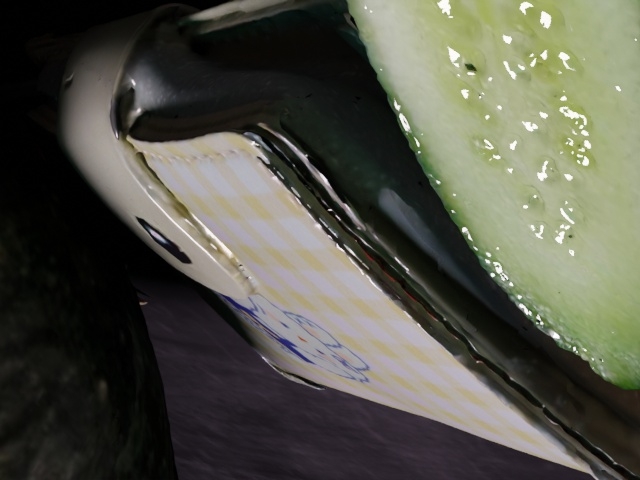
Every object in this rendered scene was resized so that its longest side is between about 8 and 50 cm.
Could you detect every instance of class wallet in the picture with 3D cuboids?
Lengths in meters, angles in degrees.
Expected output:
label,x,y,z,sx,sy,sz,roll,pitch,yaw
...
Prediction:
label,x,y,z,sx,sy,sz,roll,pitch,yaw
wallet,0.000,0.000,0.652,0.223,0.077,0.309,39,167,-22

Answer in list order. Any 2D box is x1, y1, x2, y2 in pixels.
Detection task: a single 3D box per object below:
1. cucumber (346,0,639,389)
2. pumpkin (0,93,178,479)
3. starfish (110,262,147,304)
label,x,y,z,sx,sy,sz,roll,pitch,yaw
cucumber,0.060,-0.059,0.427,0.115,0.063,0.244,29,151,37
pumpkin,-0.260,0.059,0.783,0.454,0.344,0.454,38,156,21
starfish,-0.142,0.015,1.003,0.092,0.016,0.086,-5,141,47
